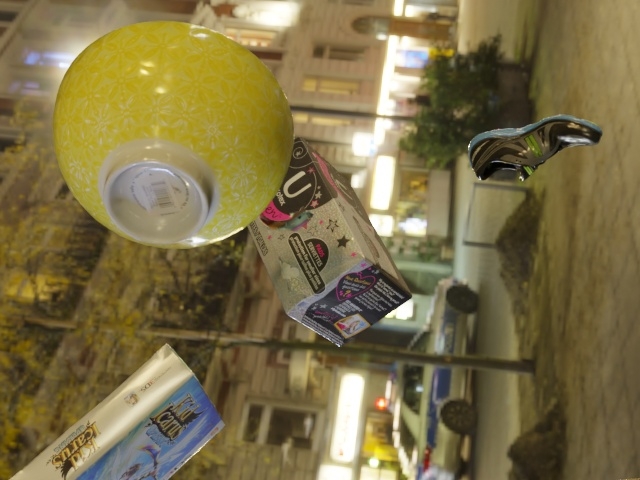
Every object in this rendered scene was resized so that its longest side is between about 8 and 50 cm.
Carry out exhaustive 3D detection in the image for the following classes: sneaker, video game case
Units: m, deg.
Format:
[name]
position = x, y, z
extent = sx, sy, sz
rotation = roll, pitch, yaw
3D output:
[sneaker]
position = 0.298, -0.123, 1.201
extent = 0.067, 0.188, 0.078
rotation = 28, -124, -55
[video game case]
position = -0.249, 0.275, 1.129
extent = 0.244, 0.061, 0.269
rotation = -43, -20, -15

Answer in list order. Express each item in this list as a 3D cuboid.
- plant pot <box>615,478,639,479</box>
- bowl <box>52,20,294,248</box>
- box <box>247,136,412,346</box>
[plant pot]
position = 0.447, 0.476, 1.172
extent = 0.215, 0.215, 0.231
rotation = 89, -174, -52
[bowl]
position = -0.177, -0.086, 0.995
extent = 0.156, 0.289, 0.290
rotation = -88, 0, -51
[box]
position = 0.000, 0.000, 1.265
extent = 0.163, 0.142, 0.247
rotation = 38, -161, -52
